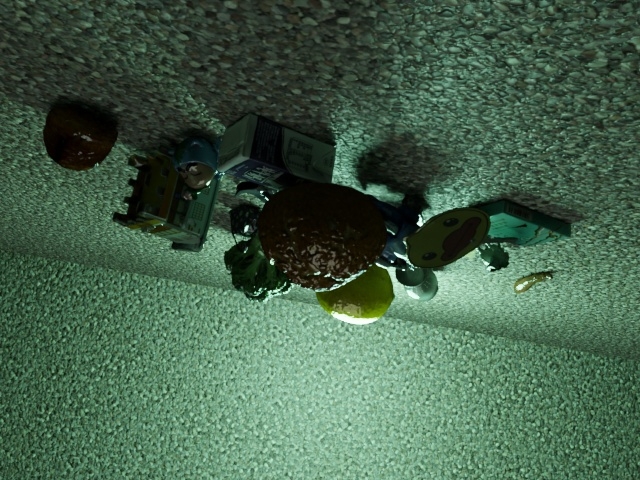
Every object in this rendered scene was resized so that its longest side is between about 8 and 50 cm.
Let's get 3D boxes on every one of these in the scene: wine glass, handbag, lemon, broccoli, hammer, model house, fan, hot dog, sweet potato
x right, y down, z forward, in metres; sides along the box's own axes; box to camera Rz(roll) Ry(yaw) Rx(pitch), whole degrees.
[{"bbox_3d":[0.345,0.139,2.305,0.126,0.126,0.241,3,163,23],"label":"wine glass"},{"bbox_3d":[-0.230,-0.029,1.996,0.072,0.139,0.115,10,167,-36],"label":"handbag"},{"bbox_3d":[0.113,0.166,2.314,0.319,0.245,0.245,16,165,-10],"label":"lemon"},{"bbox_3d":[-0.211,0.077,2.262,0.270,0.270,0.270,10,133,1],"label":"broccoli"},{"bbox_3d":[-0.142,-0.104,1.853,0.137,0.037,0.290,4,164,20],"label":"hammer"},{"bbox_3d":[-0.365,-0.103,1.626,0.215,0.224,0.198,21,161,-35],"label":"model house"},{"bbox_3d":[0.352,-0.003,1.618,0.335,0.011,0.230,0,139,-23],"label":"fan"},{"bbox_3d":[-0.550,-0.233,1.495,0.160,0.099,0.227,18,163,-29],"label":"hot dog"},{"bbox_3d":[0.712,0.139,2.216,0.050,0.050,0.214,12,160,-10],"label":"sweet potato"}]

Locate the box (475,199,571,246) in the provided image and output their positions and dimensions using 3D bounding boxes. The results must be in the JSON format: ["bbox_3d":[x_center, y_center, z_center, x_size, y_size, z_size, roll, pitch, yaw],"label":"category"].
[{"bbox_3d":[0.497,-0.039,1.669,0.229,0.041,0.162,17,164,-25],"label":"box"}]

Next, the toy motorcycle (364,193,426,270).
[{"bbox_3d":[0.159,-0.017,1.688,0.241,0.182,0.319,-4,154,39],"label":"toy motorcycle"}]

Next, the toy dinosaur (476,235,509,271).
[{"bbox_3d":[0.457,0.027,1.802,0.076,0.129,0.383,-40,166,23],"label":"toy dinosaur"}]

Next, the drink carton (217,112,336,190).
[{"bbox_3d":[-0.092,-0.178,1.415,0.222,0.102,0.134,16,162,-29],"label":"drink carton"}]

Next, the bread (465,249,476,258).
[{"bbox_3d":[0.440,0.025,1.985,0.068,0.028,0.154,7,166,11],"label":"bread"}]

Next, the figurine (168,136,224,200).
[{"bbox_3d":[-0.263,-0.161,1.522,0.114,0.145,0.178,3,176,37],"label":"figurine"}]

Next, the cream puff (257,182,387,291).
[{"bbox_3d":[0.000,0.000,1.437,0.303,0.212,0.303,9,162,3],"label":"cream puff"}]
